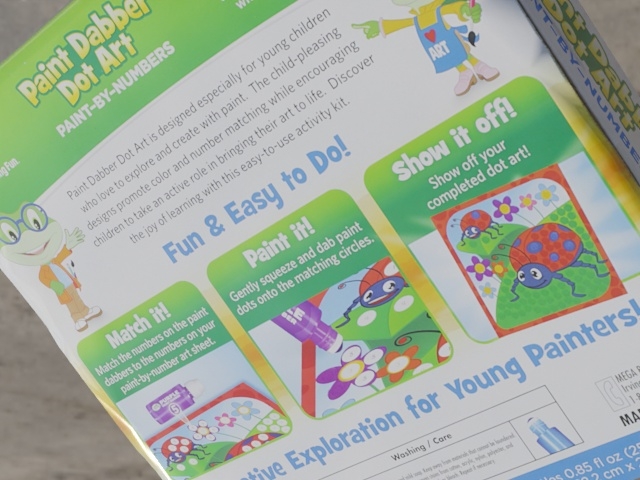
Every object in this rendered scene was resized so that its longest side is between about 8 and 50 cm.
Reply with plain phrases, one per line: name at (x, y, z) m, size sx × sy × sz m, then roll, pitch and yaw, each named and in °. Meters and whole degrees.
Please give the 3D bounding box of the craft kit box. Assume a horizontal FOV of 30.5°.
craft kit box at (0.000, 0.000, 0.437) m, size 0.250 × 0.061 × 0.247 m, roll -29°, pitch 103°, yaw 33°
